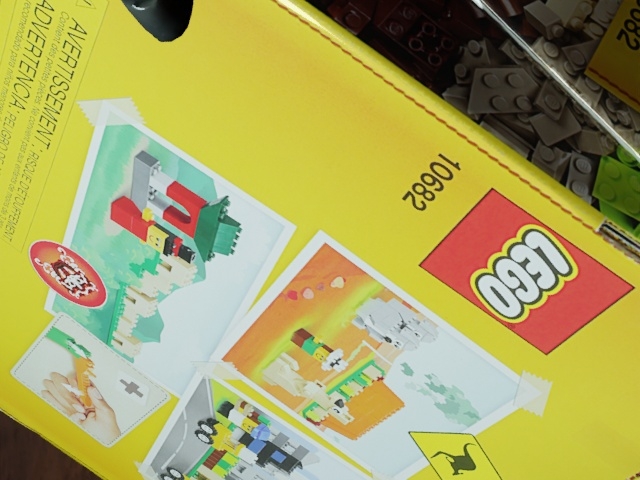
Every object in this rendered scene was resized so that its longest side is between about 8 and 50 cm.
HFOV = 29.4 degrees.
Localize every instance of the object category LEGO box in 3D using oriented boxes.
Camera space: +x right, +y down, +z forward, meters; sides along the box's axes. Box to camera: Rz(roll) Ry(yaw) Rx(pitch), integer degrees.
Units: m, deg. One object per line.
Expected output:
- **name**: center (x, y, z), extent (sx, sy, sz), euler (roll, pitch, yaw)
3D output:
- **LEGO box**: center (0.000, 0.000, 0.683), extent (0.372, 0.193, 0.500), euler (35, 144, -2)

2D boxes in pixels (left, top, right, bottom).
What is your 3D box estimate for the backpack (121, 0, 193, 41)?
- **backpack**: center (0.035, -0.230, 0.336), extent (0.213, 0.263, 0.277), euler (11, 138, 20)
